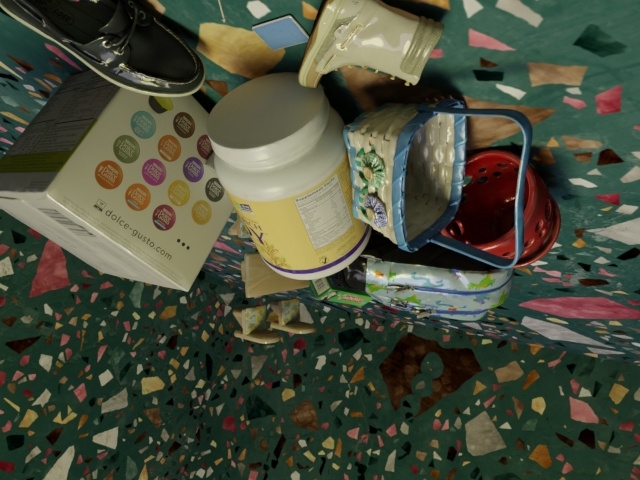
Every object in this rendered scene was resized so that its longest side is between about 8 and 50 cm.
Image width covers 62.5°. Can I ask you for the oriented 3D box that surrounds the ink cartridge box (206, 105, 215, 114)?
[{"bbox_3d":[-0.202,-0.212,1.235,0.224,0.045,0.223,28,161,-31],"label":"ink cartridge box"}]

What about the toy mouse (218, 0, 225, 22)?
[{"bbox_3d":[-0.168,-0.378,0.680,0.143,0.031,0.161,28,159,-11],"label":"toy mouse"}]

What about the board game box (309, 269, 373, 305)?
[{"bbox_3d":[0.000,0.000,1.244,0.046,0.317,0.213,-35,154,21],"label":"board game box"}]

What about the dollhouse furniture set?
[{"bbox_3d":[-0.029,0.077,1.493,0.394,0.362,0.256,-6,-175,-44],"label":"dollhouse furniture set"}]

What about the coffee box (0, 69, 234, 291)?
[{"bbox_3d":[-0.411,-0.134,1.113,0.338,0.334,0.337,5,150,41],"label":"coffee box"}]

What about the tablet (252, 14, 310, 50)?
[{"bbox_3d":[-0.061,-0.319,0.812,0.083,0.006,0.054,2,158,40],"label":"tablet"}]

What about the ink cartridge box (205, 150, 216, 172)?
[{"bbox_3d":[-0.146,-0.181,1.075,0.063,0.150,0.109,33,179,44],"label":"ink cartridge box"}]

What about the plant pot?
[{"bbox_3d":[0.337,-0.049,0.974,0.174,0.191,0.191,21,165,-42],"label":"plant pot"}]

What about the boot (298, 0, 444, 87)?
[{"bbox_3d":[0.063,-0.262,0.750,0.165,0.077,0.213,18,161,-9],"label":"boot"}]

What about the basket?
[{"bbox_3d":[0.186,-0.095,0.843,0.289,0.201,0.255,15,129,35],"label":"basket"}]

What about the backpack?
[{"bbox_3d":[0.253,0.035,1.184,0.355,0.290,0.273,-3,123,18],"label":"backpack"}]

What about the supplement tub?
[{"bbox_3d":[-0.049,-0.109,0.974,0.241,0.241,0.331,9,144,27],"label":"supplement tub"}]

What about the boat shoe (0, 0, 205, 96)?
[{"bbox_3d":[-0.337,-0.339,0.821,0.340,0.127,0.113,30,169,-16],"label":"boat shoe"}]
